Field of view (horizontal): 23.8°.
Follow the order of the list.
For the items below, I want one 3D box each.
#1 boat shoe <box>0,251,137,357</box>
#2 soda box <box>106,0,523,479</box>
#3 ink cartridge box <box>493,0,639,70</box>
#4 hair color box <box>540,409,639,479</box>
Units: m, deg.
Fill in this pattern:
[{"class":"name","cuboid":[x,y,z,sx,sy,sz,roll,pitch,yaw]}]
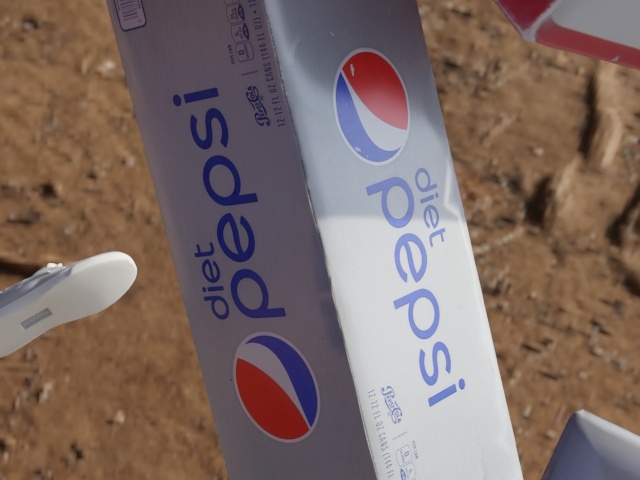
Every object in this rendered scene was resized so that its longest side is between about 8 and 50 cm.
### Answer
[{"class":"boat shoe","cuboid":[-0.277,0.055,1.549,0.184,0.066,0.063,-32,46,1]},{"class":"soda box","cuboid":[0.000,0.000,0.644,0.091,0.286,0.098,-7,11,43]},{"class":"ink cartridge box","cuboid":[0.119,-0.263,0.732,0.279,0.160,0.385,2,47,-49]},{"class":"hair color box","cuboid":[0.087,0.267,0.484,0.185,0.113,0.374,25,79,13]}]
